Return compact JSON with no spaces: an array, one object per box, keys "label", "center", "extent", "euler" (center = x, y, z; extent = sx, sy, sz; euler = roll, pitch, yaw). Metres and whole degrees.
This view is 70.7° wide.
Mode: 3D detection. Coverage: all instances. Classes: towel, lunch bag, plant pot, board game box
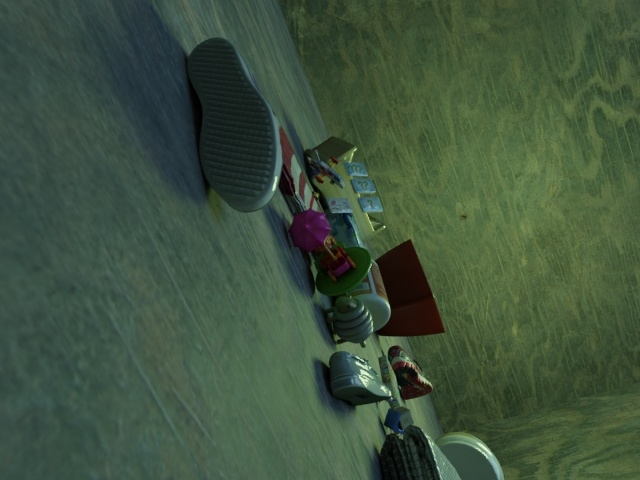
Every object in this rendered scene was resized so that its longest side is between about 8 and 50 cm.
[{"label":"towel","center":[-0.049,-0.123,1.056],"extent":[0.237,0.037,0.328],"euler":[-96,163,-59]},{"label":"lunch bag","center":[0.080,0.002,1.377],"extent":[0.176,0.090,0.218],"euler":[-89,158,-72]},{"label":"plant pot","center":[0.282,0.202,1.647],"extent":[0.267,0.236,0.267],"euler":[59,14,-45]},{"label":"towel","center":[0.226,0.548,0.885],"extent":[0.235,0.121,0.283],"euler":[56,13,-27]},{"label":"board game box","center":[0.220,0.451,1.411],"extent":[0.154,0.026,0.103],"euler":[-93,161,-61]}]

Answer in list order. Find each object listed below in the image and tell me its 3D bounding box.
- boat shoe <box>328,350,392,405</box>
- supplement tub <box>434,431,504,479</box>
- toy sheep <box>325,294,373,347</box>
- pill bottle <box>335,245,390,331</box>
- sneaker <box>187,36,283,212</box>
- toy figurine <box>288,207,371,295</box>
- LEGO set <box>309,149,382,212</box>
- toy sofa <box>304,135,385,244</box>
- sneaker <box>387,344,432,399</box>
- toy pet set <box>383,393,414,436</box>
[{"label":"boat shoe","center":[0.075,0.253,0.833],"extent":[0.227,0.079,0.081],"euler":[50,26,-56]},{"label":"supplement tub","center":[0.431,0.722,1.384],"extent":[0.331,0.241,0.240],"euler":[50,22,-63]},{"label":"toy sheep","center":[0.064,0.168,0.925],"extent":[0.091,0.091,0.132],"euler":[-93,161,-61]},{"label":"pill bottle","center":[0.094,0.113,1.107],"extent":[0.216,0.121,0.121],"euler":[-96,164,-55]},{"label":"sneaker","center":[-0.095,-0.137,0.634],"extent":[0.161,0.102,0.281],"euler":[60,13,-60]},{"label":"toy figurine","center":[0.000,0.000,0.894],"extent":[0.159,0.130,0.173],"euler":[53,2,-31]},{"label":"LEGO set","center":[0.066,-0.167,1.307],"extent":[0.245,0.060,0.182],"euler":[-4,65,-33]},{"label":"toy sofa","center":[0.066,-0.150,1.524],"extent":[0.150,0.177,0.362],"euler":[41,-17,52]},{"label":"sneaker","center":[0.332,0.496,1.675],"extent":[0.112,0.121,0.299],"euler":[-103,168,-48]},{"label":"toy pet set","center":[0.179,0.454,1.140],"extent":[0.114,0.065,0.122],"euler":[-6,-77,64]}]
